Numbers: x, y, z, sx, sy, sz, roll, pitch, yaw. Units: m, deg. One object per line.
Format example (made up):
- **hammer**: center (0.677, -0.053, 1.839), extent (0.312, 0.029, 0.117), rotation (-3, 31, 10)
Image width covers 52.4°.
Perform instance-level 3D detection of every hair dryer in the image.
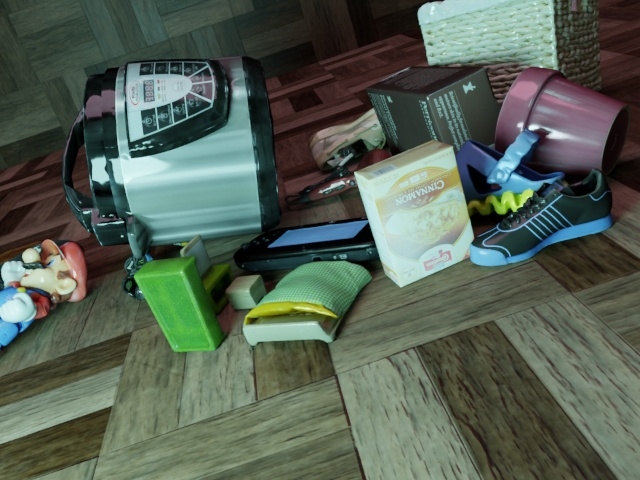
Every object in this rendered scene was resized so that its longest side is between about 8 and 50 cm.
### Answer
- **hair dryer**: center (0.066, -0.122, 1.444), extent (0.223, 0.080, 0.293), rotation (-44, 25, -16)

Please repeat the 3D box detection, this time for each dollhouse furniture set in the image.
- **dollhouse furniture set**: center (-0.099, 0.055, 1.035), extent (0.301, 0.151, 0.198), rotation (-7, 26, 26)

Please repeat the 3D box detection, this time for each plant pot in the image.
- **plant pot**: center (0.439, -0.198, 1.166), extent (0.180, 0.202, 0.201), rotation (22, 43, 35)

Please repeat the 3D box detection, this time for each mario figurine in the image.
- **mario figurine**: center (-0.607, 0.100, 1.289), extent (0.198, 0.170, 0.320), rotation (28, 50, 14)

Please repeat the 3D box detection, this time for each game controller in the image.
- **game controller**: center (0.000, 0.000, 1.194), extent (0.318, 0.067, 0.166), rotation (-6, 26, 26)

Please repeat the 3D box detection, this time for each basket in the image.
- **basket**: center (0.454, -0.453, 1.535), extent (0.331, 0.267, 0.328), rotation (3, 18, 40)

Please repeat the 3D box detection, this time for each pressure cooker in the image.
- **pressure cooker**: center (-0.300, -0.167, 1.305), extent (0.419, 0.376, 0.370), rotation (-6, 14, -5)

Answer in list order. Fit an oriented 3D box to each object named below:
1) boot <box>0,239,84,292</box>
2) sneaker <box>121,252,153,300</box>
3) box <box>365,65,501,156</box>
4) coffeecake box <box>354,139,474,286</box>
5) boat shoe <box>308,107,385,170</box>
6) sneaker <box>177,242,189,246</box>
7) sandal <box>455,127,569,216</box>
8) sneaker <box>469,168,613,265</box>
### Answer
- **boot**: center (-0.720, 0.052, 1.645), extent (0.264, 0.096, 0.280), rotation (-31, 17, -9)
- **sneaker**: center (-0.368, 0.071, 1.312), extent (0.078, 0.067, 0.188), rotation (-21, 25, -22)
- **box**: center (0.242, -0.260, 1.398), extent (0.143, 0.191, 0.381), rotation (-27, 19, -7)
- **coffeecake box**: center (0.152, -0.042, 1.019), extent (0.142, 0.186, 0.068), rotation (-23, 23, -9)
- **boat shoe**: center (0.122, -0.263, 1.666), extent (0.302, 0.109, 0.098), rotation (-20, 62, -4)
- **sneaker**: center (-0.259, -0.048, 1.502), extent (0.092, 0.088, 0.225), rotation (23, 47, 35)
- **sandal**: center (0.267, -0.110, 1.127), extent (0.317, 0.138, 0.126), rotation (-6, 11, 25)
- **sneaker**: center (0.331, -0.037, 0.993), extent (0.232, 0.091, 0.081), rotation (-20, 23, -3)
